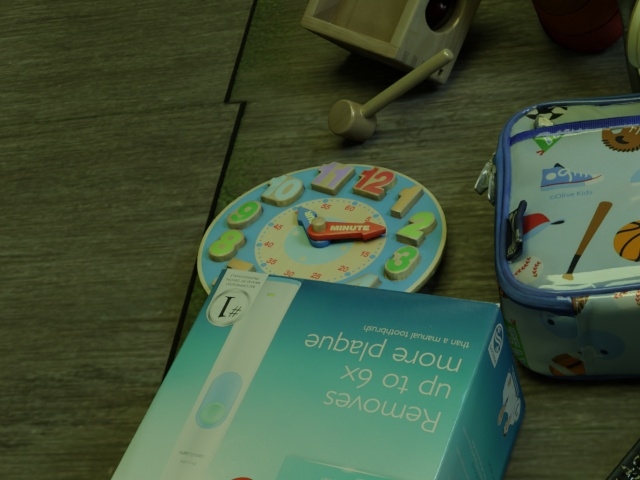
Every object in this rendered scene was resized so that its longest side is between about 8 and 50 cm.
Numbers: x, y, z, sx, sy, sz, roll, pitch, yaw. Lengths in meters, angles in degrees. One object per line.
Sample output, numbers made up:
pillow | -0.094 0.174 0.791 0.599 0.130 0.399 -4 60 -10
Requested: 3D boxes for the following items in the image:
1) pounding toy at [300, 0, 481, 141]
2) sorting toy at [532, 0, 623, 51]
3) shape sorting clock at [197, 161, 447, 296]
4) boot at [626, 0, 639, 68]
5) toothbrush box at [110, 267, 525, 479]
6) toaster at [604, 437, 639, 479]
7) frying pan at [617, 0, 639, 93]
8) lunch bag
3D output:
pounding toy | 0.077 -0.182 1.152 0.181 0.094 0.206 27 96 41
sorting toy | 0.159 -0.335 1.149 0.127 0.126 0.365 -41 64 30
shape sorting clock | 0.000 0.000 1.029 0.206 0.040 0.206 -6 36 5
boot | 0.367 -0.150 0.886 0.262 0.095 0.203 -21 43 -29
toothbrush box | -0.014 0.176 0.826 0.216 0.126 0.295 7 52 26
toaster | 0.282 0.149 0.751 0.168 0.110 0.185 30 66 37
frying pan | 0.232 -0.246 1.052 0.197 0.053 0.326 18 64 -18
lunch bag | 0.266 -0.021 0.922 0.304 0.115 0.243 -3 45 16
